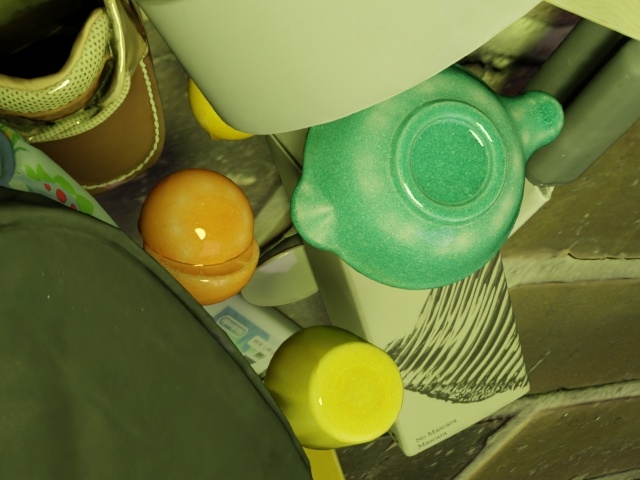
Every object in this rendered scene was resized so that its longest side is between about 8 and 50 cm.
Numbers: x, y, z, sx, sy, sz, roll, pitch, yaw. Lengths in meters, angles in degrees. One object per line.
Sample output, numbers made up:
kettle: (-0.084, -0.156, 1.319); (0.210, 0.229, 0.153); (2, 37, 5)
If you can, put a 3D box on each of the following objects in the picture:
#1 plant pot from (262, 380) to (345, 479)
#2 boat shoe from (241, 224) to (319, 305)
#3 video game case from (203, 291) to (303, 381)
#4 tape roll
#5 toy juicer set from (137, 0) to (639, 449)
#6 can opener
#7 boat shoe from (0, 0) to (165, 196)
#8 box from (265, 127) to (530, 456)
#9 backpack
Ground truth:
plant pot: (-0.102, 0.236, 1.059); (0.187, 0.212, 0.212); (-30, 156, 26)
boat shoe: (0.000, 0.000, 1.011); (0.137, 0.043, 0.049); (-30, 136, -5)
video game case: (-0.143, 0.154, 1.119); (0.300, 0.036, 0.329); (-36, 153, 6)
tape roll: (0.027, -0.141, 0.621); (0.219, 0.219, 0.072); (-34, 113, 2)
toy juicer set: (0.030, -0.064, 0.784); (0.329, 0.209, 0.089); (-53, -168, -13)
can opener: (0.136, -0.072, 0.951); (0.095, 0.076, 0.283); (-7, 159, -20)
boat shoe: (-0.141, -0.095, 0.619); (0.122, 0.120, 0.324); (-32, 153, -2)
box: (0.058, 0.016, 0.959); (0.113, 0.094, 0.275); (-28, 135, -8)
backpack: (-0.182, 0.077, 0.617); (0.355, 0.273, 0.290); (-7, 131, 36)
